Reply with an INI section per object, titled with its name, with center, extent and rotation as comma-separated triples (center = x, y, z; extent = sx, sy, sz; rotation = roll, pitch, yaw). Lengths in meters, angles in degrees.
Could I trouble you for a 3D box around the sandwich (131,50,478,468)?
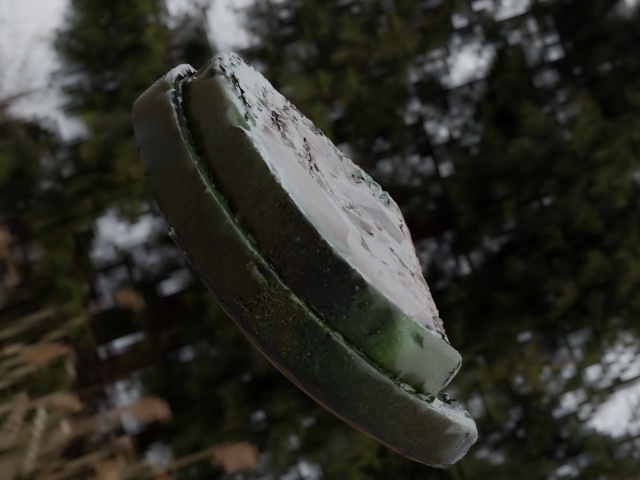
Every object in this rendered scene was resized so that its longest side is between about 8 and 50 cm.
[sandwich]
center = -0.003, -0.003, 0.382
extent = 0.069, 0.026, 0.101
rotation = 31, 22, -32
